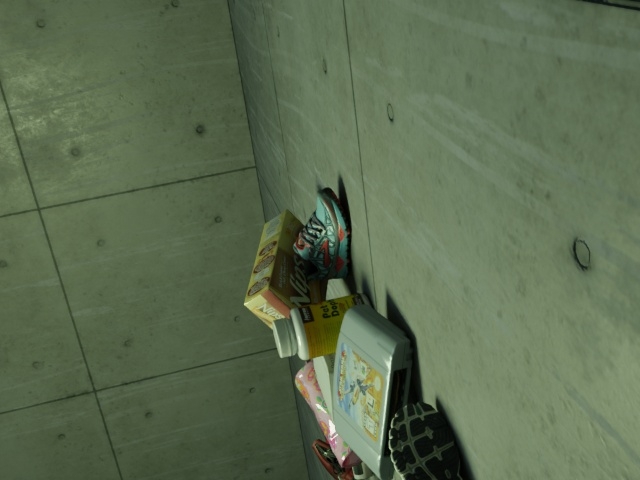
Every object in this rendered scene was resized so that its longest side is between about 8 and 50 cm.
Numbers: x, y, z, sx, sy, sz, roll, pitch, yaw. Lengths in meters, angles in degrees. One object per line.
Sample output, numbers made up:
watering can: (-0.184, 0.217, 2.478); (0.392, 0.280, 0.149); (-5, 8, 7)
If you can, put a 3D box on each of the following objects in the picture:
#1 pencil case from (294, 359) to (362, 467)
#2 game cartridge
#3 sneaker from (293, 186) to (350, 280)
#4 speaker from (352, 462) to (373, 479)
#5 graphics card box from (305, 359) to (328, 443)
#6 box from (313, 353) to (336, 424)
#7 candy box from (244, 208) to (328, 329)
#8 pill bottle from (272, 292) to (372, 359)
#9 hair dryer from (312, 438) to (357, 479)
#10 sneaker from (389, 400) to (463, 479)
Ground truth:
pencil case: (0.042, 0.438, 1.886); (0.284, 0.124, 0.124); (55, 159, 34)
game cartridge: (0.093, 0.286, 1.433); (0.198, 0.062, 0.297); (29, 121, 52)
sneaker: (0.000, 0.000, 1.698); (0.104, 0.125, 0.262); (-114, 15, -50)
speaker: (0.106, 0.583, 2.041); (0.055, 0.055, 0.136); (163, 95, -81)
graphics card box: (0.017, 0.403, 2.227); (0.233, 0.094, 0.371); (-113, 15, -50)
box: (0.057, 0.309, 1.774); (0.181, 0.119, 0.182); (-115, 16, -53)
candy box: (-0.071, 0.088, 1.809); (0.183, 0.087, 0.316); (44, -149, -24)
pill bottle: (0.008, 0.192, 1.618); (0.117, 0.215, 0.117); (168, 90, -81)
hair dryer: (0.049, 0.655, 2.225); (0.224, 0.080, 0.293); (54, 163, -10)
sneaker: (0.184, 0.398, 1.198); (0.110, 0.107, 0.275); (76, 177, -59)
